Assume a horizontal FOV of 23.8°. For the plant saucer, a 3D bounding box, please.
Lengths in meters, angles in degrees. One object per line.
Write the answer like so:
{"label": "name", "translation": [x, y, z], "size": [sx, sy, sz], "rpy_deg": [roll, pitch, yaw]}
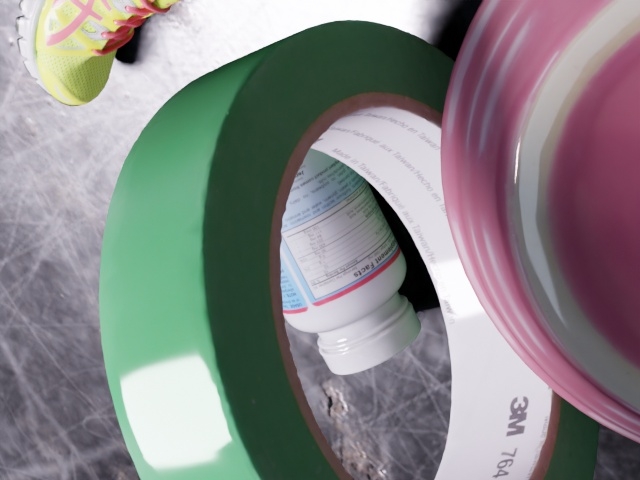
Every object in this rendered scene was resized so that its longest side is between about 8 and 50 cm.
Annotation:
{"label": "plant saucer", "translation": [0.218, -0.028, 0.728], "size": [0.332, 0.084, 0.332], "rpy_deg": [5, 112, 13]}

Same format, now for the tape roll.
{"label": "tape roll", "translation": [0.030, 0.047, 0.806], "size": [0.077, 0.321, 0.321], "rpy_deg": [-18, 106, 39]}

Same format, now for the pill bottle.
{"label": "pill bottle", "translation": [0.000, 0.000, 0.955], "size": [0.087, 0.087, 0.160], "rpy_deg": [-16, 108, 39]}

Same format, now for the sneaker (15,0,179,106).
{"label": "sneaker", "translation": [-0.124, -0.160, 0.948], "size": [0.094, 0.081, 0.208], "rpy_deg": [32, 130, 12]}
